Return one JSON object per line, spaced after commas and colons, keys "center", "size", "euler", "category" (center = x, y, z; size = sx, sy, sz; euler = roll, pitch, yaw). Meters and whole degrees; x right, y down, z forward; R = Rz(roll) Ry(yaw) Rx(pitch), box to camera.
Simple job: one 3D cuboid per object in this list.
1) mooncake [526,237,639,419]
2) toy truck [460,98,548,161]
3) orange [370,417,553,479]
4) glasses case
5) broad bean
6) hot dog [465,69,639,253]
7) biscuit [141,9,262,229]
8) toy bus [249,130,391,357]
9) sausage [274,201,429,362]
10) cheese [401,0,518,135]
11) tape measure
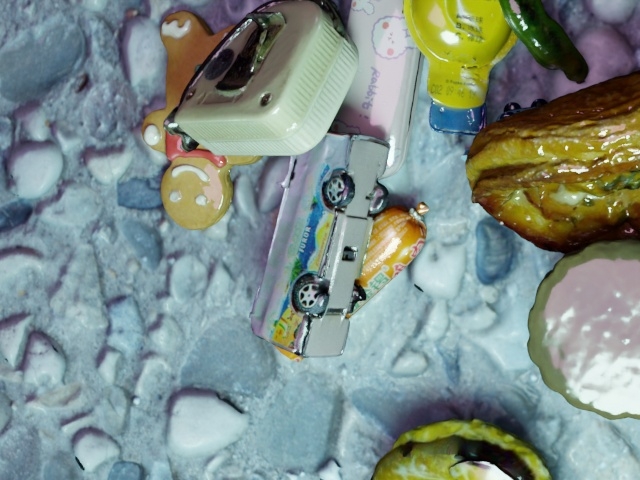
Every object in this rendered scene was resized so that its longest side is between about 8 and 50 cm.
{"center": [0.376, 0.106, 1.267], "size": [0.228, 0.124, 0.228], "euler": [1, 92, 21], "category": "mooncake"}
{"center": [0.261, -0.152, 1.420], "size": [0.136, 0.063, 0.074], "euler": [-2, 115, 23], "category": "toy truck"}
{"center": [0.205, 0.418, 1.410], "size": [0.271, 0.210, 0.369], "euler": [8, 100, 23], "category": "orange"}
{"center": [0.086, -0.236, 1.472], "size": [0.113, 0.075, 0.297], "euler": [11, 100, 21], "category": "glasses case"}
{"center": [0.296, -0.357, 1.368], "size": [0.144, 0.049, 0.292], "euler": [-3, 93, -12], "category": "broad bean"}
{"center": [0.375, -0.104, 1.286], "size": [0.387, 0.267, 0.174], "euler": [-19, 51, 20], "category": "hot dog"}
{"center": [-0.187, -0.182, 1.603], "size": [0.216, 0.047, 0.340], "euler": [15, 100, 21], "category": "biscuit"}
{"center": [0.000, 0.000, 1.427], "size": [0.138, 0.112, 0.317], "euler": [16, 94, 38], "category": "toy bus"}
{"center": [0.048, 0.052, 1.505], "size": [0.312, 0.093, 0.093], "euler": [-43, 79, 19], "category": "sausage"}
{"center": [0.194, -0.280, 1.396], "size": [0.177, 0.069, 0.270], "euler": [4, 86, -15], "category": "cheese"}
{"center": [-0.086, -0.241, 1.448], "size": [0.271, 0.133, 0.231], "euler": [2, 61, 48], "category": "tape measure"}
